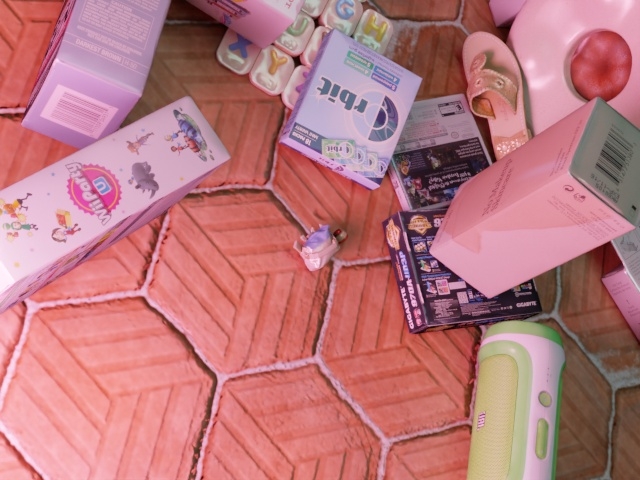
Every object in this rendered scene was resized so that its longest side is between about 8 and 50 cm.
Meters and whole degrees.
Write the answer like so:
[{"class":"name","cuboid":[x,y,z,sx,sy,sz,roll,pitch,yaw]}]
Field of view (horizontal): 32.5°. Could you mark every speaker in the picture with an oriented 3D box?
[{"class":"speaker","cuboid":[0.269,0.266,1.522,0.131,0.131,0.296,21,62,-21]}]

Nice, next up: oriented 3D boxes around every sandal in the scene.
[{"class":"sandal","cuboid":[0.272,-0.221,1.722,0.079,0.088,0.240,-7,80,-61]}]

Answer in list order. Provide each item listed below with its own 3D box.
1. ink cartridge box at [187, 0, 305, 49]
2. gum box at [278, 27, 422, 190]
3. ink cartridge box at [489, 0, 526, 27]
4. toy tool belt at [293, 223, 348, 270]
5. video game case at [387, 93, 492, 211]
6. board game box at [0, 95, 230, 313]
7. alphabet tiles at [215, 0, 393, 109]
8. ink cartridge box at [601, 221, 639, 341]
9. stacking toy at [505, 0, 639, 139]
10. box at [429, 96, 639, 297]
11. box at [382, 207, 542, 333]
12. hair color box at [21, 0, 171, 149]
[{"class":"ink cartridge box","cuboid":[-0.102,-0.375,1.517,0.176,0.127,0.128,30,72,-16]},{"class":"gum box","cuboid":[0.046,-0.190,1.599,0.157,0.041,0.184,27,75,-17]},{"class":"ink cartridge box","cuboid":[0.361,-0.400,1.855,0.122,0.088,0.052,-5,76,-31]},{"class":"toy tool belt","cuboid":[0.000,0.000,1.520,0.051,0.052,0.083,51,55,-13]},{"class":"video game case","cuboid":[0.177,-0.134,1.690,0.190,0.022,0.173,-14,78,-33]},{"class":"board game box","cuboid":[-0.281,-0.031,1.269,0.303,0.224,0.097,-36,92,-35]},{"class":"alphabet tiles","cuboid":[-0.029,-0.337,1.624,0.284,0.021,0.278,31,69,-16]},{"class":"ink cartridge box","cuboid":[0.577,0.000,1.836,0.296,0.066,0.261,-28,86,-35]},{"class":"stacking toy","cuboid":[0.561,-0.275,1.839,0.480,0.350,0.350,-3,72,-48]},{"class":"box","cuboid":[0.297,-0.049,1.485,0.121,0.311,0.148,36,56,-13]},{"class":"box","cuboid":[0.212,0.040,1.623,0.220,0.051,0.175,-5,73,-31]},{"class":"hair color box","cuboid":[-0.261,-0.320,1.415,0.113,0.185,0.374,22,62,-20]}]
